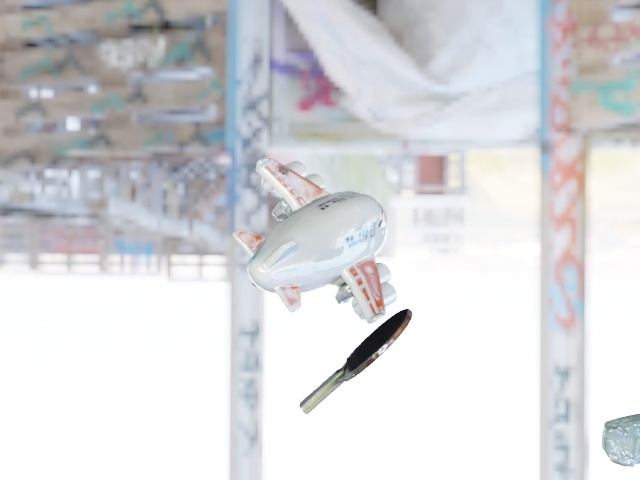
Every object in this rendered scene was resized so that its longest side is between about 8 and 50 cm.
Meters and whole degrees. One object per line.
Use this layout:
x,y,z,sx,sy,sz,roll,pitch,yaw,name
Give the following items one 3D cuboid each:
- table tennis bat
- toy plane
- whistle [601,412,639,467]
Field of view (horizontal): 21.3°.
0.038,0.127,1.789,0.158,0.014,0.095,-43,-171,12,table tennis bat
-0.002,0.002,2.121,0.252,0.252,0.118,2,146,-39,toy plane
0.421,0.226,1.867,0.223,0.123,0.123,2,178,-6,whistle
